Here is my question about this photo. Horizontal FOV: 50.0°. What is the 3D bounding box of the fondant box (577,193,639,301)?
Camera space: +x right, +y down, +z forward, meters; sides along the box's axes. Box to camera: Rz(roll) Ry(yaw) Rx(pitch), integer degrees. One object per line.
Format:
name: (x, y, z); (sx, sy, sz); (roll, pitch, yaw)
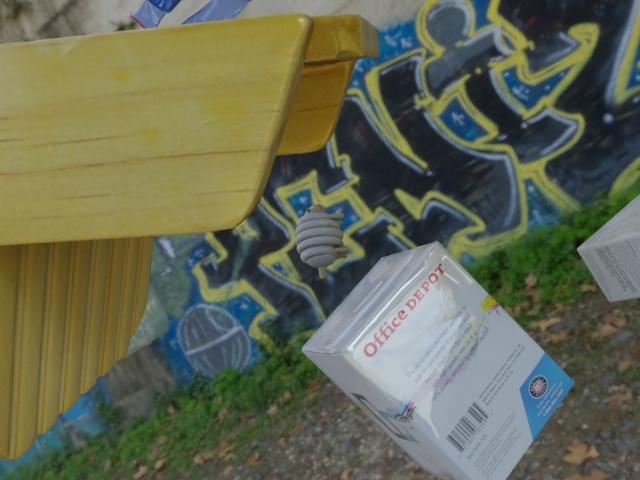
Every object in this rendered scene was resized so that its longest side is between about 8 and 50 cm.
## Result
fondant box: (0.524, -0.043, 0.848); (0.238, 0.096, 0.330); (-34, 4, -26)

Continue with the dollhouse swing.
dollhouse swing: (-0.104, -0.010, 0.570); (0.315, 0.305, 0.347); (-3, 13, 9)

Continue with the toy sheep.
toy sheep: (0.000, 0.000, 1.146); (0.091, 0.132, 0.091); (-6, -23, -3)

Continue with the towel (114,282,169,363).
towel: (-0.432, 0.045, 0.918); (0.320, 0.374, 0.090); (-30, -15, -36)

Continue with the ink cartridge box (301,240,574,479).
ink cartridge box: (0.151, 0.171, 0.945); (0.198, 0.270, 0.197); (-47, 7, -17)

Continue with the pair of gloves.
pair of gloves: (-0.211, -0.377, 1.103); (0.159, 0.198, 0.023); (-52, -6, 4)
